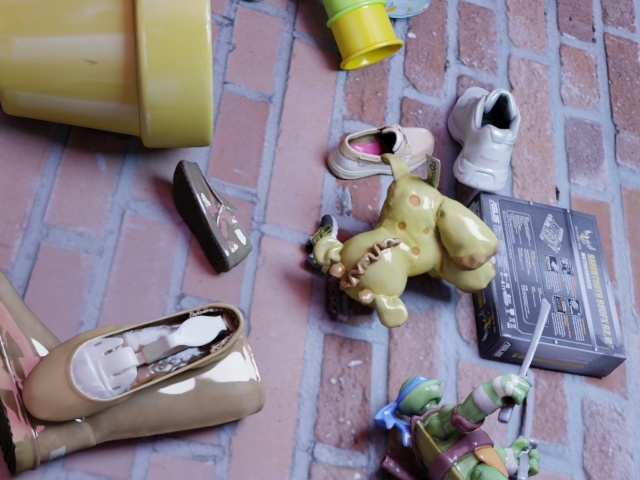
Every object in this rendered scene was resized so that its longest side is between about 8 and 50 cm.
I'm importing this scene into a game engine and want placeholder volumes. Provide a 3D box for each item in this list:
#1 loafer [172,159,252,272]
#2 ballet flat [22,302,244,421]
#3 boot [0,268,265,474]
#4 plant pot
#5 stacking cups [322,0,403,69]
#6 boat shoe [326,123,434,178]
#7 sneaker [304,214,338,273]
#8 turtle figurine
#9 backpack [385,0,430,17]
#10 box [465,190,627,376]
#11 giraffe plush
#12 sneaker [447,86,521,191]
[{"bbox_3d":[-0.129,-0.031,1.307,0.050,0.056,0.148,-18,76,-34],"label":"loafer"},{"bbox_3d":[-0.177,0.108,1.073,0.232,0.073,0.080,-21,83,-33],"label":"ballet flat"},{"bbox_3d":[-0.219,0.107,1.148,0.270,0.089,0.236,-13,76,-30],"label":"boot"},{"bbox_3d":[-0.250,-0.230,1.282,0.239,0.254,0.254,-3,57,-8],"label":"plant pot"},{"bbox_3d":[0.013,-0.400,1.545,0.096,0.096,0.316,-20,86,-34],"label":"stacking cups"},{"bbox_3d":[0.091,-0.125,1.469,0.170,0.059,0.063,-17,66,-33],"label":"boat shoe"},{"bbox_3d":[0.000,0.000,1.356,0.035,0.031,0.083,15,52,-14],"label":"sneaker"},{"bbox_3d":[0.223,0.226,1.190,0.275,0.197,0.266,-13,58,-29],"label":"turtle figurine"},{"bbox_3d":[0.099,-0.428,1.637,0.166,0.144,0.188,-14,67,-38],"label":"backpack"},{"bbox_3d":[0.288,0.054,1.436,0.183,0.056,0.231,11,53,-19],"label":"box"},{"bbox_3d":[0.094,0.018,1.313,0.181,0.210,0.170,31,69,38],"label":"giraffe plush"},{"bbox_3d":[0.236,-0.165,1.508,0.090,0.115,0.232,14,33,-8],"label":"sneaker"}]
